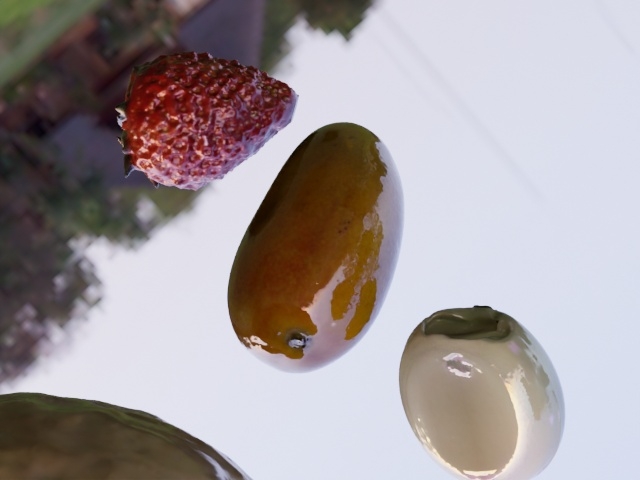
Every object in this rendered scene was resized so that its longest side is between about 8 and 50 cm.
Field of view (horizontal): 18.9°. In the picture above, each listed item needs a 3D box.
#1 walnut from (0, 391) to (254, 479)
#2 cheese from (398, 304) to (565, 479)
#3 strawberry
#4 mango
[{"bbox_3d":[-0.190,0.292,1.402,0.381,0.381,0.381,-39,-168,10],"label":"walnut"},{"bbox_3d":[0.136,0.162,1.531,0.137,0.227,0.064,5,-151,36],"label":"cheese"},{"bbox_3d":[-0.101,-0.100,1.665,0.131,0.148,0.131,14,90,-89],"label":"strawberry"},{"bbox_3d":[0.002,0.001,1.552,0.151,0.120,0.221,-13,-128,64],"label":"mango"}]
